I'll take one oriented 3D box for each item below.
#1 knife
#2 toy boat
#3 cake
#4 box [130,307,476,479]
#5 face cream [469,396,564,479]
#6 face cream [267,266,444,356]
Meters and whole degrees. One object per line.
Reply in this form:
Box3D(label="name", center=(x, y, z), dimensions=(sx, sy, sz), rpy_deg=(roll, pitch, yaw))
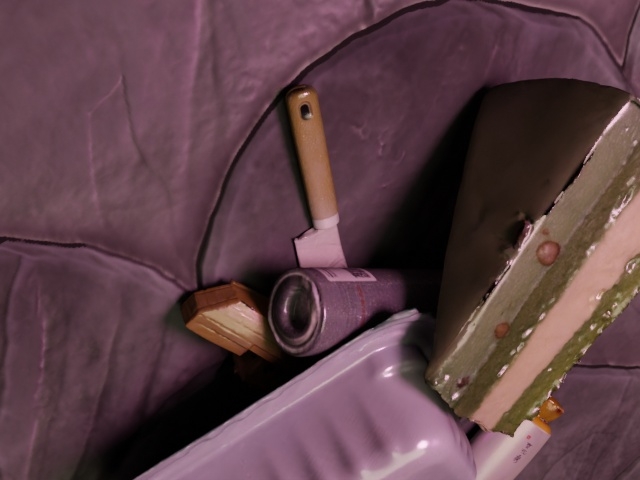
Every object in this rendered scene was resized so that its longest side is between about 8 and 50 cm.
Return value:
Box3D(label="knife", center=(-0.001, -0.001, 0.902), dimensions=(0.047, 0.017, 0.298), rpy_deg=(-22, 128, -13))
Box3D(label="toy boat", center=(-0.036, 0.102, 0.912), dimensions=(0.206, 0.064, 0.072), rpy_deg=(34, 105, -32))
Box3D(label="cake", center=(0.170, 0.006, 0.886), dimensions=(0.158, 0.172, 0.283), rpy_deg=(33, 94, -35))
Box3D(label="box", center=(0.004, 0.220, 0.902), dimensions=(0.337, 0.106, 0.264), rpy_deg=(-32, 148, 3))
Box3D(label="face cream", center=(0.184, 0.232, 1.102), dimensions=(0.072, 0.051, 0.182), rpy_deg=(38, 95, -33))
Box3D(label="face cream", center=(0.083, 0.061, 0.919), dimensions=(0.283, 0.073, 0.073), rpy_deg=(2, 116, -41))
